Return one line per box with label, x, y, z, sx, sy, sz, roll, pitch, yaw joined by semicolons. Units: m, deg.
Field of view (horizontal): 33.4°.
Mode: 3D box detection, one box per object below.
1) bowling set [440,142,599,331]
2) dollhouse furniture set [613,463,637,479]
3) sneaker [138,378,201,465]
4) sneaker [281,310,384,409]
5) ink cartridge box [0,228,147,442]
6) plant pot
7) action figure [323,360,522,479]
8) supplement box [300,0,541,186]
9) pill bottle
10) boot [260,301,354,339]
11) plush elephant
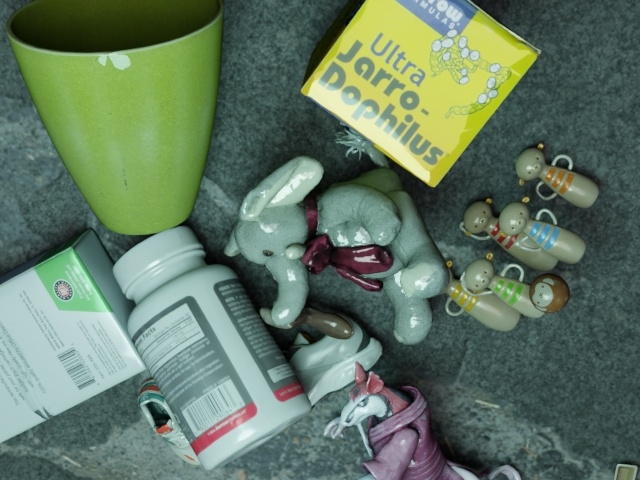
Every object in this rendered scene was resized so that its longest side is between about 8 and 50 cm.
bowling set;0.274;0.011;1.488;0.154;0.200;0.287;28;101;-5
dollhouse furniture set;0.449;0.406;1.653;0.091;0.081;0.114;6;106;0
sneaker;-0.230;0.292;1.642;0.057;0.075;0.161;-29;103;10
sneaker;-0.037;0.208;1.610;0.271;0.100;0.108;-37;92;6
ink cartridge box;-0.420;0.145;1.579;0.289;0.121;0.211;-26;104;9
plant pot;-0.254;-0.165;1.431;0.274;0.275;0.294;-1;122;2
action figure;0.136;0.324;1.527;0.275;0.248;0.370;-12;121;10
supplement box;0.113;-0.232;1.332;0.194;0.356;0.195;35;104;-8
pill bottle;-0.162;0.145;1.507;0.176;0.176;0.319;-33;78;11
boot;-0.019;0.116;1.513;0.106;0.114;0.037;21;97;26
plush elephant;0.000;0.000;1.460;0.255;0.272;0.330;-18;77;-7
